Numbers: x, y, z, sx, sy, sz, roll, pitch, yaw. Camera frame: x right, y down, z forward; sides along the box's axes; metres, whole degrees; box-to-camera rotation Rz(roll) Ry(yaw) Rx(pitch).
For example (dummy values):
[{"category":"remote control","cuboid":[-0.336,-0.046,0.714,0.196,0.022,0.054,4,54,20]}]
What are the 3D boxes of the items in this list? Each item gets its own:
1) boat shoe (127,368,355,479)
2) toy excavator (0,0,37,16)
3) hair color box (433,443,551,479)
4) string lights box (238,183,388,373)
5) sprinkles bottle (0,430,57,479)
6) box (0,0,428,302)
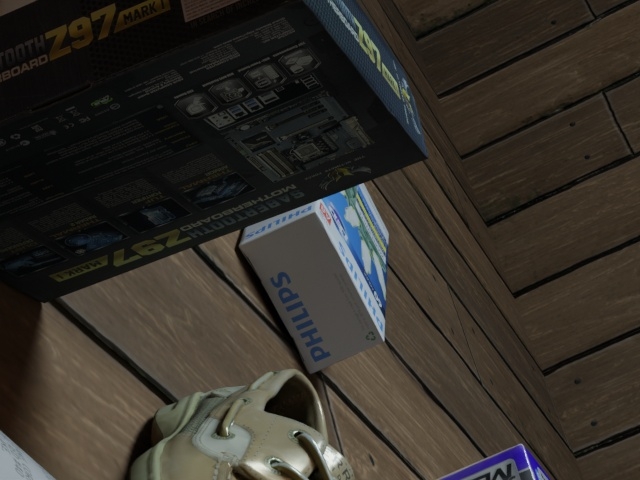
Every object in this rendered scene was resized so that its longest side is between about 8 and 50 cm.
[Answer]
[{"category":"boat shoe","cuboid":[-0.031,0.133,0.769,0.109,0.098,0.302,63,1,-10]},{"category":"toy excavator","cuboid":[-0.179,-0.313,0.870,0.433,0.222,0.445,-138,-137,-66]},{"category":"hair color box","cuboid":[0.129,0.286,1.053,0.339,0.185,0.110,51,18,-51]},{"category":"string lights box","cuboid":[0.000,0.000,1.341,0.133,0.076,0.260,62,12,-17]},{"category":"sprinkles bottle","cuboid":[-0.119,0.123,0.469,0.355,0.121,0.121,54,16,-42]},{"category":"box","cuboid":[-0.084,-0.055,0.711,0.183,0.232,0.059,42,32,-61]}]
